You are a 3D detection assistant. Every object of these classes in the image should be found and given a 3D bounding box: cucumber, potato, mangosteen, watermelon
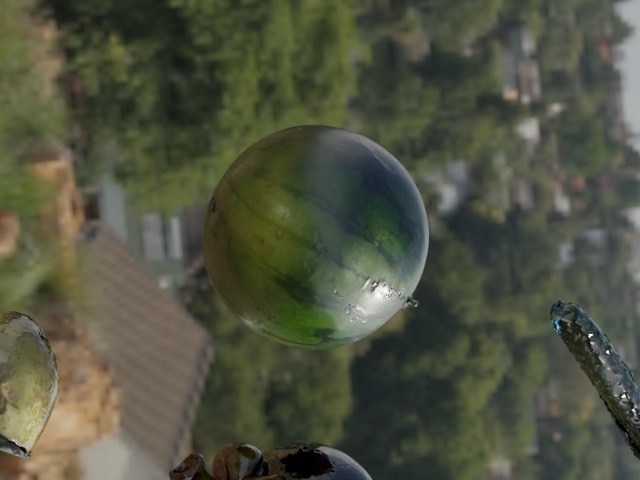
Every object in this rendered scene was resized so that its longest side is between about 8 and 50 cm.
[{"bbox_3d":[0.303,0.146,1.955,0.256,0.043,0.044,53,48,-33],"label":"cucumber"},{"bbox_3d":[-0.229,0.103,1.390,0.096,0.066,0.103,26,77,-46],"label":"potato"},{"bbox_3d":[-0.054,0.299,1.974,0.211,0.250,0.211,-51,-161,26],"label":"mangosteen"},{"bbox_3d":[-0.004,-0.003,2.024,0.242,0.242,0.242,-5,90,-81],"label":"watermelon"}]
